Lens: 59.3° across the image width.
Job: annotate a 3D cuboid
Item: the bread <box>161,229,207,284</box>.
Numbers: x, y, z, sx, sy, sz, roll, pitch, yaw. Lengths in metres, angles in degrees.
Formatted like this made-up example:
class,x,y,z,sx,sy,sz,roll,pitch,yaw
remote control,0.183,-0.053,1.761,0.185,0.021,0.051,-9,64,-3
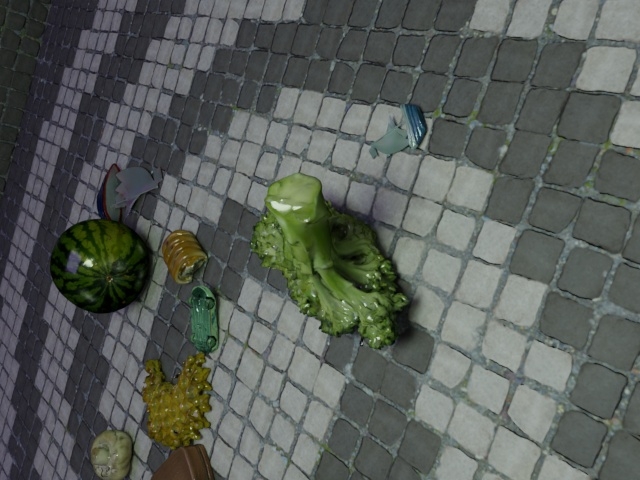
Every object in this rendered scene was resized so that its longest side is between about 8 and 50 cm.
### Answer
class,x,y,z,sx,sy,sz,roll,pitch,yaw
bread,-0.397,0.044,1.609,0.119,0.084,0.177,-57,47,18

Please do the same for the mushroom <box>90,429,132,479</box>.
class,x,y,z,sx,sy,sz,roll,pitch,yaw
mushroom,-0.634,0.650,1.692,0.154,0.123,0.154,-9,74,34

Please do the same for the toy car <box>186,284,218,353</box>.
class,x,y,z,sx,sy,sz,roll,pitch,yaw
toy car,-0.308,0.212,1.516,0.094,0.058,0.185,2,96,41

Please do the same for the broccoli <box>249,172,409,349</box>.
class,x,y,z,sx,sy,sz,roll,pitch,yaw
broccoli,-0.025,-0.001,1.094,0.353,0.397,0.274,2,59,46

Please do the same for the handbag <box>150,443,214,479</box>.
class,x,y,z,sx,sy,sz,roll,pitch,yaw
handbag,-0.363,0.643,1.485,0.193,0.072,0.151,-49,54,22

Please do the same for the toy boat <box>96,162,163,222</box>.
class,x,y,z,sx,sy,sz,roll,pitch,yaw
toy boat,-0.654,-0.187,1.889,0.318,0.072,0.219,-40,62,26

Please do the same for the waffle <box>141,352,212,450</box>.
class,x,y,z,sx,sy,sz,roll,pitch,yaw
waffle,-0.411,0.448,1.563,0.293,0.069,0.259,-20,69,39

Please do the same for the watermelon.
class,x,y,z,sx,sy,sz,roll,pitch,yaw
watermelon,-0.666,0.073,1.712,0.285,0.285,0.284,-8,77,41

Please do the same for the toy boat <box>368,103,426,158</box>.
class,x,y,z,sx,sy,sz,roll,pitch,yaw
toy boat,0.162,-0.217,1.183,0.149,0.034,0.105,-49,53,24
